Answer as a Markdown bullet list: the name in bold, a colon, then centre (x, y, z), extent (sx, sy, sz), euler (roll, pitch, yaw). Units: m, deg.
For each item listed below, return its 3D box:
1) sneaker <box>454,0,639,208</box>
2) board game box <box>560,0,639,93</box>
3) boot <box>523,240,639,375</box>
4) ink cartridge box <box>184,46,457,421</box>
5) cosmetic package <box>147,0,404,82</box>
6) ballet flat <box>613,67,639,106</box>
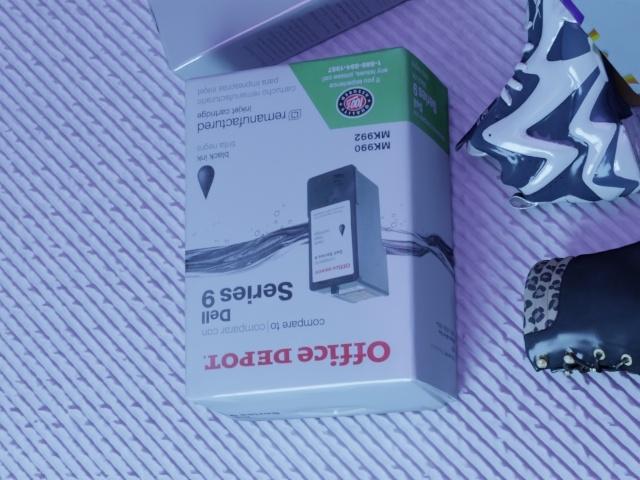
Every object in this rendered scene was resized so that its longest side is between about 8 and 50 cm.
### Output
- **sneaker**: centre (0.171, -0.133, 1.415), extent (0.153, 0.094, 0.235), euler (-18, 101, 21)
- **board game box**: centre (0.261, -0.283, 1.360), extent (0.142, 0.144, 0.275), euler (-25, 48, 24)
- **boot**: centre (0.254, 0.102, 1.330), extent (0.178, 0.085, 0.236), euler (-14, 65, 35)
- **ink cartridge box**: centre (0.000, 0.000, 1.447), extent (0.211, 0.121, 0.289), euler (-7, 74, 19)
- **cosmetic package**: centre (-0.038, -0.237, 1.548), extent (0.231, 0.085, 0.117), euler (-24, 69, 15)
- **ballet flat**: centre (0.327, -0.208, 1.408), extent (0.232, 0.073, 0.080), euler (-43, 68, 5)
